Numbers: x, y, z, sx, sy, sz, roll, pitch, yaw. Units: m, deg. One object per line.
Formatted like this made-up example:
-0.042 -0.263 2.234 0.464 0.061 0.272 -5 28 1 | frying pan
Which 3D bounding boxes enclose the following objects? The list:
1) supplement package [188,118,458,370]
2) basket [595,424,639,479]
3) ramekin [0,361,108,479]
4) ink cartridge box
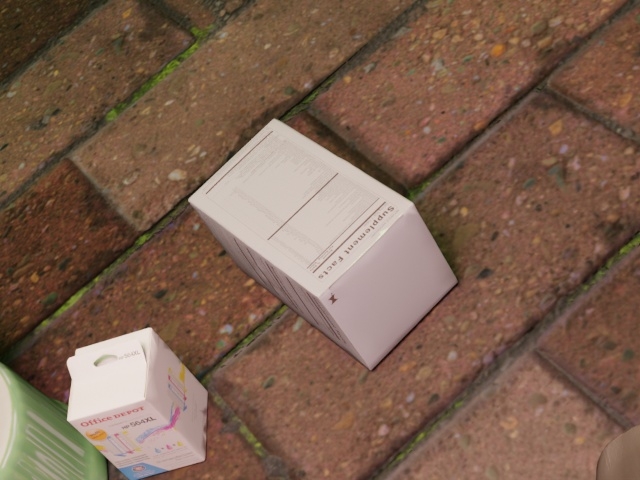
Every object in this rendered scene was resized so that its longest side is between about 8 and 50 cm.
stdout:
0.000 0.000 1.301 0.139 0.134 0.244 -44 44 -10 | supplement package
0.278 0.256 0.910 0.204 0.154 0.227 -15 43 17 | basket
-0.387 0.262 1.292 0.303 0.148 0.303 -16 47 18 | ramekin
-0.188 0.163 1.264 0.092 0.143 0.090 -18 46 17 | ink cartridge box
